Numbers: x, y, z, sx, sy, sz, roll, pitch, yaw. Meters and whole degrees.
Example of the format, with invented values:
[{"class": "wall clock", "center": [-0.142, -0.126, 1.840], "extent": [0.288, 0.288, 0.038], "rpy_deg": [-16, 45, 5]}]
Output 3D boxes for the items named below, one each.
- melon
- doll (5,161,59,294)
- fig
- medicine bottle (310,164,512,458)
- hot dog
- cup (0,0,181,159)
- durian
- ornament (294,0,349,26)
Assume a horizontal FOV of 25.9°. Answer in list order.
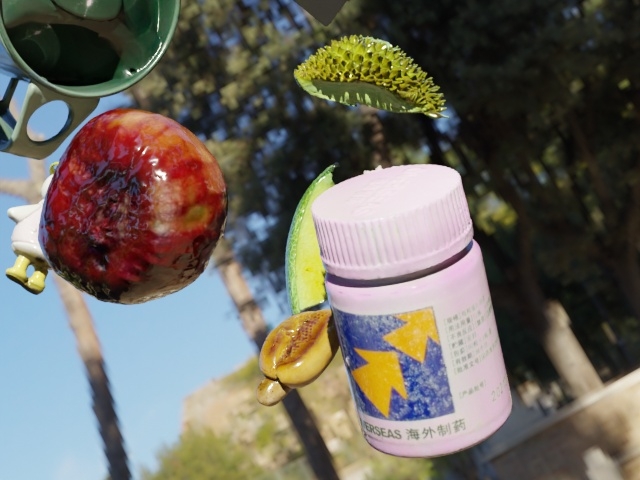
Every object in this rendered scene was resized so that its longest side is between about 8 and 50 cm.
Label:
[{"class": "melon", "center": [0.000, -0.001, 2.297], "extent": [0.114, 0.262, 0.053], "rpy_deg": [7, -1, 5]}, {"class": "doll", "center": [-0.377, -0.029, 1.955], "extent": [0.129, 0.207, 0.081], "rpy_deg": [33, -25, -32]}, {"class": "fig", "center": [-0.215, -0.039, 1.605], "extent": [0.224, 0.224, 0.263], "rpy_deg": [-26, 21, -12]}, {"class": "medicine bottle", "center": [0.101, 0.077, 1.542], "extent": [0.178, 0.290, 0.178], "rpy_deg": [-12, 20, 5]}, {"class": "hot dog", "center": [-0.027, 0.140, 1.685], "extent": [0.140, 0.090, 0.060], "rpy_deg": [-54, -40, -39]}, {"class": "cup", "center": [-0.466, -0.359, 2.205], "extent": [0.392, 0.310, 0.401], "rpy_deg": [14, 63, 52]}, {"class": "durian", "center": [0.078, -0.236, 1.944], "extent": [0.137, 0.221, 0.095], "rpy_deg": [-84, 14, -64]}, {"class": "ornament", "center": [0.024, -0.410, 2.251], "extent": [0.088, 0.081, 0.203], "rpy_deg": [-49, 0, 18]}]
